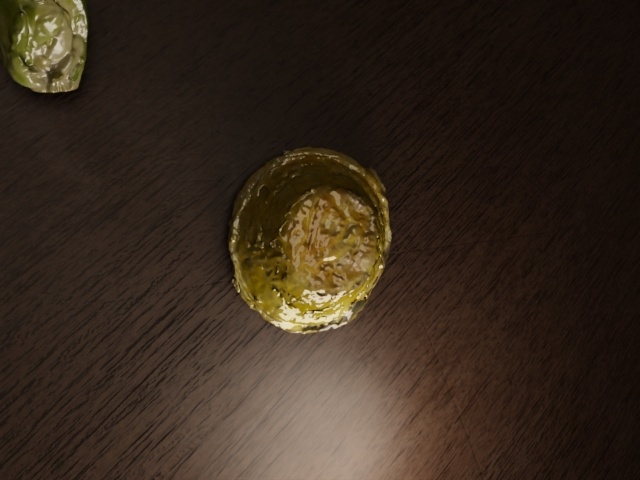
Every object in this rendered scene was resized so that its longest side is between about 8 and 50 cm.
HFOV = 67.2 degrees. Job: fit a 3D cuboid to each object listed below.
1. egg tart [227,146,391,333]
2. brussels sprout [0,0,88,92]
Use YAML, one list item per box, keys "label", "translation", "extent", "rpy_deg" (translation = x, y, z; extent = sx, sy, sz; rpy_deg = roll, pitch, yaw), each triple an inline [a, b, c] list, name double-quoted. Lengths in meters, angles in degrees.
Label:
- label: "egg tart"
  translation: [0.000, 0.001, 0.845]
  extent: [0.340, 0.132, 0.342]
  rpy_deg: [-1, 92, -23]
- label: "brussels sprout"
  translation: [-0.391, -0.308, 0.674]
  extent: [0.131, 0.145, 0.183]
  rpy_deg: [-18, 142, -46]
